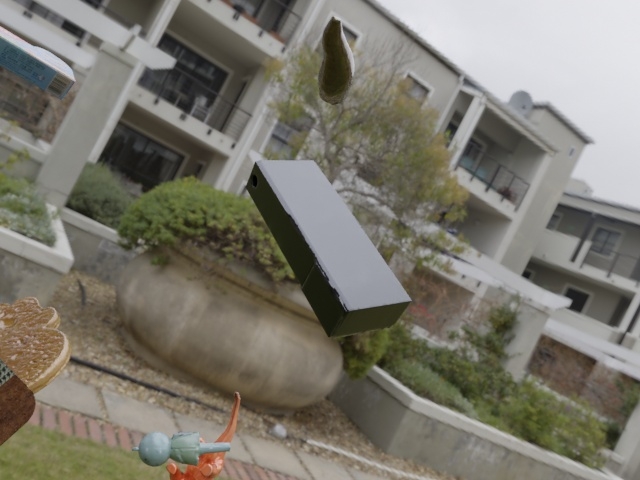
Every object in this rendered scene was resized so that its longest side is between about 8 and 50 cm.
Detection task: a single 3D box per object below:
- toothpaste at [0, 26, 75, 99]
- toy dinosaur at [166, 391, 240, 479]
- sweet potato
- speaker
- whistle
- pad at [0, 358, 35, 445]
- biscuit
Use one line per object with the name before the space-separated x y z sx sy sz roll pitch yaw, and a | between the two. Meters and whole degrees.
toothpaste | -0.500 -0.307 0.985 0.193 0.044 0.070 30 18 -42
toy dinosaur | -0.184 0.342 0.847 0.055 0.279 0.101 32 -16 23
sweet potato | 0.030 -0.347 1.227 0.077 0.077 0.243 27 -17 9
speaker | 0.000 0.000 0.633 0.082 0.044 0.218 -6 47 -34
whistle | -0.145 0.218 0.636 0.100 0.035 0.035 4 5 -15
pad | -0.438 0.199 0.533 0.055 0.323 0.250 -1 -49 31
biscuit | -0.583 0.206 1.153 0.202 0.044 0.289 -18 34 -21
